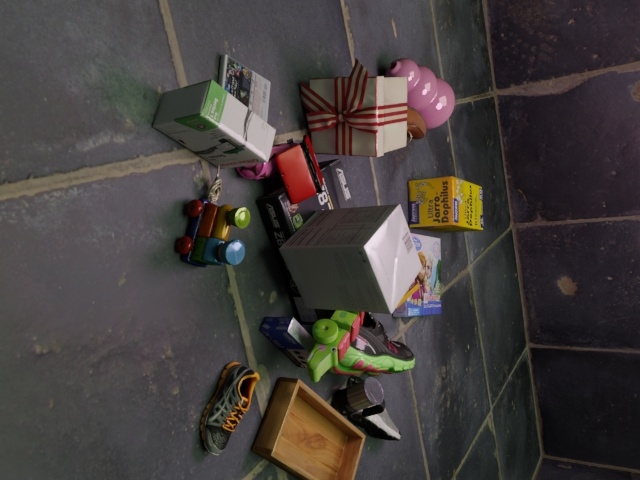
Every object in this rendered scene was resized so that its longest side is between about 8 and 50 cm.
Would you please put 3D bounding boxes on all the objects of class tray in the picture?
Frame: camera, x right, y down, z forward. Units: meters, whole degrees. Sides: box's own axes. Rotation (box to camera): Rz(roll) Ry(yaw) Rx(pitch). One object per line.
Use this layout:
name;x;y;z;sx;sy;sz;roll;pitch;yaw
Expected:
tray;-0.018;0.568;1.530;0.411;0.076;0.202;52;48;-40

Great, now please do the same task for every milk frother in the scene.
milk frother;0.131;0.463;1.683;0.129;0.135;0.143;32;42;-32

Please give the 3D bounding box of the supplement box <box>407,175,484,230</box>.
supplement box;0.528;-0.141;2.256;0.357;0.195;0.194;4;84;-54

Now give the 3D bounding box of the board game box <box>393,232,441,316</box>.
board game box;0.384;0.137;2.140;0.319;0.066;0.317;6;82;-55

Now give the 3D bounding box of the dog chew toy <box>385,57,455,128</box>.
dog chew toy;0.369;-0.571;2.077;0.332;0.207;0.206;31;62;-40

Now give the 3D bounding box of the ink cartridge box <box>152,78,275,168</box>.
ink cartridge box;-0.231;-0.251;1.218;0.219;0.160;0.092;31;63;-49

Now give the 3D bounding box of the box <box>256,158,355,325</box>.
box;0.000;0.000;1.578;0.318;0.097;0.394;-38;117;-49

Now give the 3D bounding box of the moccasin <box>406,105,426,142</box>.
moccasin;0.258;-0.421;1.945;0.380;0.139;0.146;12;78;-54

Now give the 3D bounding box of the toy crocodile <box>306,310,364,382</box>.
toy crocodile;0.058;0.231;1.441;0.340;0.105;0.115;-53;151;-45

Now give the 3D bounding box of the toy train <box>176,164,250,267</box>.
toy train;-0.217;-0.061;1.221;0.105;0.144;0.247;28;70;-51

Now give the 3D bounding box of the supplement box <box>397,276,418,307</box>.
supplement box;0.227;0.108;1.864;0.191;0.129;0.194;-28;110;-52

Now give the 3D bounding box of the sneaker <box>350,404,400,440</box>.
sneaker;0.198;0.594;1.814;0.271;0.100;0.107;50;44;-40

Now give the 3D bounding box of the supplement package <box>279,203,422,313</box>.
supplement package;0.079;0.045;1.386;0.198;0.263;0.199;-47;124;-41

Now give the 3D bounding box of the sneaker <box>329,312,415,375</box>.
sneaker;0.168;0.320;1.717;0.483;0.186;0.202;30;51;-60

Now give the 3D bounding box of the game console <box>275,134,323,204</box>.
game console;-0.053;-0.188;1.432;0.124;0.085;0.143;-87;160;-63

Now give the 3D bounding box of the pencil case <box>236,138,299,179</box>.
pencil case;-0.122;-0.214;1.424;0.209;0.098;0.095;-23;86;-54

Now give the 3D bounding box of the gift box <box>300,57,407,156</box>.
gift box;0.101;-0.396;1.631;0.258;0.255;0.276;-29;117;-54

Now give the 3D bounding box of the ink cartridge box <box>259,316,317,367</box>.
ink cartridge box;-0.066;0.278;1.463;0.207;0.097;0.046;52;47;-38

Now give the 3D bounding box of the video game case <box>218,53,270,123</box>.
video game case;-0.198;-0.352;1.395;0.173;0.022;0.190;17;74;-54

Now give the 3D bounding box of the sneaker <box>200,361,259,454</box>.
sneaker;-0.208;0.389;1.265;0.084;0.083;0.214;42;56;-47
